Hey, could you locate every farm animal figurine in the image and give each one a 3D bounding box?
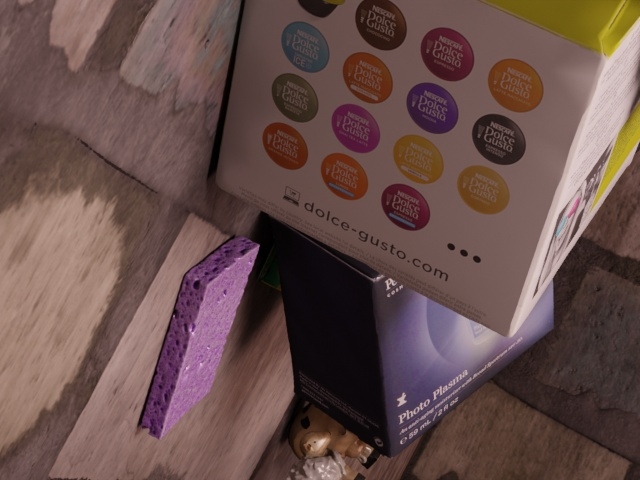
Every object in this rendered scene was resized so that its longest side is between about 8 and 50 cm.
[{"bbox_3d":[0.058,0.211,2.506,0.327,0.172,0.330,-54,177,19],"label":"farm animal figurine"}]

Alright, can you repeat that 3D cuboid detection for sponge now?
[{"bbox_3d":[-0.131,0.104,1.873,0.117,0.031,0.210,-40,153,-56],"label":"sponge"}]

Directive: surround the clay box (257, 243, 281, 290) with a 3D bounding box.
[{"bbox_3d":[0.000,0.000,2.101,0.127,0.053,0.222,-65,166,10],"label":"clay box"}]

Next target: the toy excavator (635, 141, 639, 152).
[{"bbox_3d":[0.322,-0.340,2.182,0.432,0.445,0.222,-15,151,-11],"label":"toy excavator"}]

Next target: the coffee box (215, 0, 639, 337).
[{"bbox_3d":[0.141,-0.187,1.671,0.338,0.337,0.334,-47,158,-45],"label":"coffee box"}]

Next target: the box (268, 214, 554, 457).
[{"bbox_3d":[0.115,0.040,2.026,0.296,0.182,0.294,-36,138,-28],"label":"box"}]
